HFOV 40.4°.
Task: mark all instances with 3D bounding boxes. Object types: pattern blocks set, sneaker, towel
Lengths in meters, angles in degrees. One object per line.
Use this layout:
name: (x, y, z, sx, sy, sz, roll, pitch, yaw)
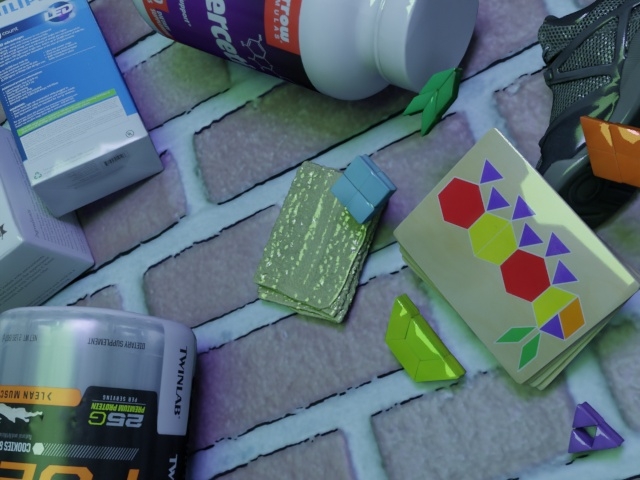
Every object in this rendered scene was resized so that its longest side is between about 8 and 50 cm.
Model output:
pattern blocks set: (0.158, 0.019, 0.706, 0.285, 0.026, 0.324, -39, 77, 34)
sneaker: (0.222, -0.108, 0.736, 0.227, 0.087, 0.130, -64, 36, 18)
towel: (0.000, 0.000, 0.845, 0.110, 0.027, 0.148, 17, 86, 30)

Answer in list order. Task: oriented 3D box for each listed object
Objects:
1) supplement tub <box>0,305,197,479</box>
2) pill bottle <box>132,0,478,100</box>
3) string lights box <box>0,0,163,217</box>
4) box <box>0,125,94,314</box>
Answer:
supplement tub: (-0.221, 0.227, 0.799, 0.194, 0.193, 0.315, -4, 75, 26)
pill bottle: (-0.021, -0.245, 0.832, 0.323, 0.181, 0.181, 25, 88, 30)
string lights box: (-0.289, -0.170, 0.984, 0.133, 0.076, 0.259, -24, 64, -6)
box: (-0.384, -0.008, 0.987, 0.181, 0.119, 0.181, -35, 64, 14)
